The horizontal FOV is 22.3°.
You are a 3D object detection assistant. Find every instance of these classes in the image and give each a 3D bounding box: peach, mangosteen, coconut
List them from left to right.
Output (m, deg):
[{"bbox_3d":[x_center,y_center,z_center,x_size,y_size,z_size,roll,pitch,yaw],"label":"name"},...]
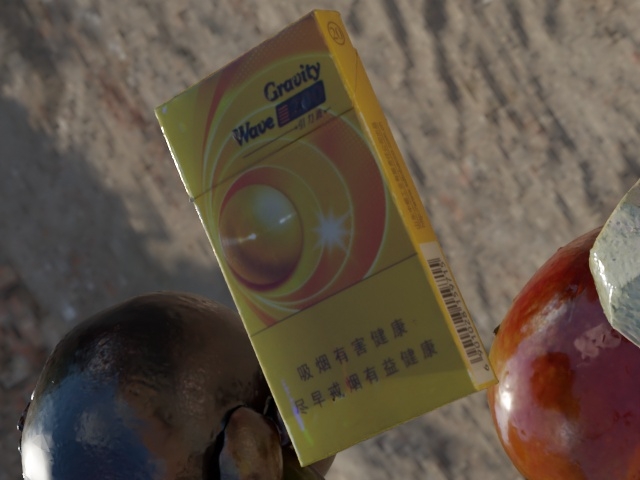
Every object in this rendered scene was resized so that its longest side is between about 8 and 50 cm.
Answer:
[{"bbox_3d":[-0.131,0.210,1.643,0.347,0.307,0.307,9,139,13],"label":"mangosteen"},{"bbox_3d":[0.369,0.148,1.839,0.370,0.370,0.370,43,152,29],"label":"peach"},{"bbox_3d":[0.379,0.031,1.521,0.237,0.197,0.237,33,-171,-6],"label":"coconut"}]

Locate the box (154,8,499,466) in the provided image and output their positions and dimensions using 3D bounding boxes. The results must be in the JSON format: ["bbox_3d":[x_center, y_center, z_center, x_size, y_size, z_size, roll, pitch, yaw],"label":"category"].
[{"bbox_3d":[0.000,0.000,1.080,0.152,0.043,0.269,-27,81,30],"label":"box"}]
